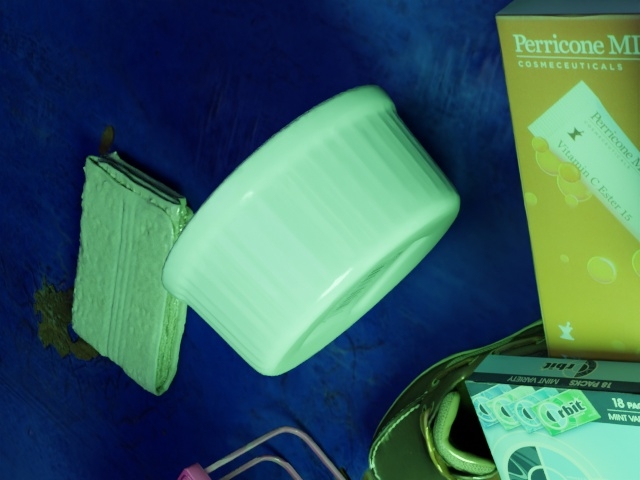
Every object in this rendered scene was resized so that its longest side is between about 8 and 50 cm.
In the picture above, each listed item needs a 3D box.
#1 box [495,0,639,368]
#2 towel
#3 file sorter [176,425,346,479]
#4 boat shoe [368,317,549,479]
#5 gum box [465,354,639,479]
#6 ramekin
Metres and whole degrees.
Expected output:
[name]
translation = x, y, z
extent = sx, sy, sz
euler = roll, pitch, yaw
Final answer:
[box]
translation = 0.277, -0.024, 0.732
extent = 0.215, 0.168, 0.345
euler = 9, 125, 40
[towel]
translation = -0.245, 0.040, 1.354
extent = 0.187, 0.049, 0.282
euler = 32, 122, 32
[file sorter]
translation = -0.084, 0.384, 1.219
extent = 0.202, 0.182, 0.290
euler = 48, 129, 19
[boat shoe]
translation = 0.143, 0.168, 0.996
extent = 0.342, 0.123, 0.123
euler = -37, 77, 41
[gum box]
translation = 0.208, 0.175, 0.786
extent = 0.157, 0.041, 0.184
euler = -3, 118, 44
[ramekin]
translation = 0.000, 0.000, 0.980
extent = 0.135, 0.277, 0.277
euler = 48, 129, 12
